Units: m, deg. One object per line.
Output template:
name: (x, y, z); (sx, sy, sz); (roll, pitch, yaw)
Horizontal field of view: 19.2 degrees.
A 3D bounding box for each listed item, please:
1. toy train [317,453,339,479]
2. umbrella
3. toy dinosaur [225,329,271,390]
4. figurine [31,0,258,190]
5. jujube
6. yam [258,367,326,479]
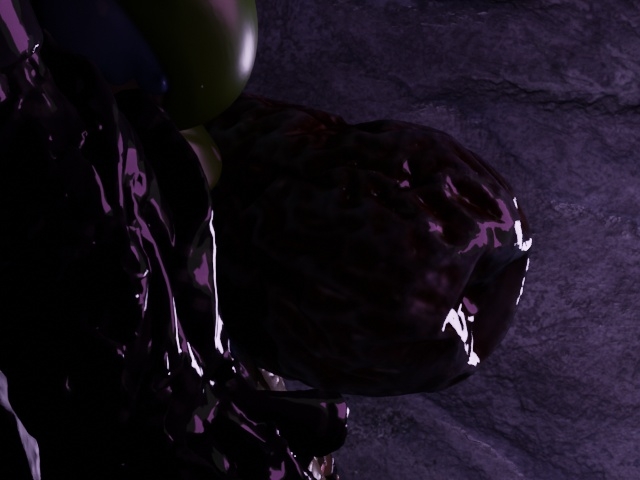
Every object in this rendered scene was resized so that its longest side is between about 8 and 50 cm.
toy train: (-0.021, 0.264, 2.073); (0.138, 0.087, 0.050); (72, 4, -64)
umbrella: (-0.069, 0.035, 0.711); (0.154, 0.128, 0.336); (-98, 169, -77)
toy dinosaur: (-0.076, 0.097, 1.304); (0.363, 0.076, 0.147); (66, 3, -71)
figurine: (-0.113, -0.112, 1.259); (0.162, 0.143, 0.263); (-113, -163, -55)
jujube: (0.000, 0.000, 1.408); (0.317, 0.226, 0.226); (21, -38, 37)
yam: (-0.057, 0.158, 1.725); (0.083, 0.083, 0.371); (-107, 179, -47)
